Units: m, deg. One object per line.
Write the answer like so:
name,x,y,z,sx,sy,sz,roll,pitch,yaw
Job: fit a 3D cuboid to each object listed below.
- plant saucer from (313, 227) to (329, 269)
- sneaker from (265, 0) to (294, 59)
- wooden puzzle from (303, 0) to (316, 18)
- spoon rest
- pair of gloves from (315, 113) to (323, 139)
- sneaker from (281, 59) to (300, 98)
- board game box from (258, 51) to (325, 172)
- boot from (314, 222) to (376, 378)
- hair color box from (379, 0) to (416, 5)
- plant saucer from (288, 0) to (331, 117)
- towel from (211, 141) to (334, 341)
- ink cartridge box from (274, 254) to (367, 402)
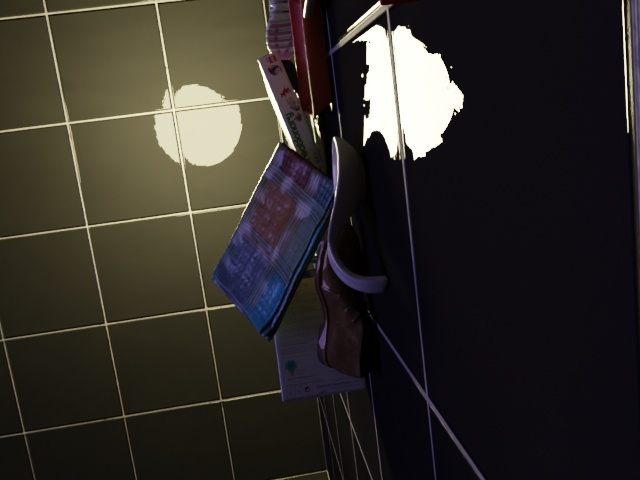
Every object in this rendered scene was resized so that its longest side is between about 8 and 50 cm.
plant saucer,0.000,0.000,1.830,0.317,0.044,0.317,171,90,-85
sneaker,-0.093,-0.587,1.697,0.104,0.095,0.236,-93,2,-70
wooden puzzle,-0.013,-0.540,1.160,0.221,0.044,0.238,172,94,-85
spoon rest,0.042,-0.045,1.090,0.137,0.084,0.276,93,166,-65
pair of gloves,-0.005,-0.291,1.596,0.074,0.010,0.083,-108,9,-56
sneaker,-0.077,-0.414,1.743,0.051,0.089,0.170,93,168,-65
board game box,-0.063,-0.274,1.593,0.193,0.053,0.305,76,173,-76
boot,0.061,0.115,1.238,0.115,0.112,0.305,22,121,48
hair color box,0.066,-0.306,0.640,0.072,0.043,0.141,93,166,-65
plant saucer,-0.023,-0.402,1.417,0.259,0.048,0.258,-115,17,-74
towel,-0.105,-0.006,1.451,0.271,0.040,0.370,41,109,45
ink cartridge box,-0.013,0.190,1.479,0.065,0.186,0.311,94,167,-79
